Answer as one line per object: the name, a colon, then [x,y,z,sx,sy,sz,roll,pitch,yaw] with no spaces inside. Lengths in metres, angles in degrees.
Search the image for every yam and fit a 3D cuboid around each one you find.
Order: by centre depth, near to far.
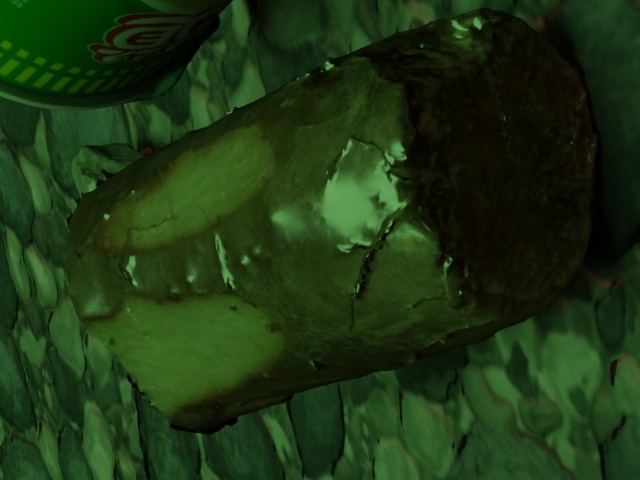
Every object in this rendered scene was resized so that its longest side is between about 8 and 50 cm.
yam: [0.000,-0.002,0.699,0.238,0.129,0.128,-21,60,42]

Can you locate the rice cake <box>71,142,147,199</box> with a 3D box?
rice cake: [-0.065,-0.003,0.915,0.256,0.052,0.057,25,128,52]

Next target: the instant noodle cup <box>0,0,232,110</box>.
instant noodle cup: [-0.071,-0.187,0.726,0.233,0.207,0.207,-24,83,51]
